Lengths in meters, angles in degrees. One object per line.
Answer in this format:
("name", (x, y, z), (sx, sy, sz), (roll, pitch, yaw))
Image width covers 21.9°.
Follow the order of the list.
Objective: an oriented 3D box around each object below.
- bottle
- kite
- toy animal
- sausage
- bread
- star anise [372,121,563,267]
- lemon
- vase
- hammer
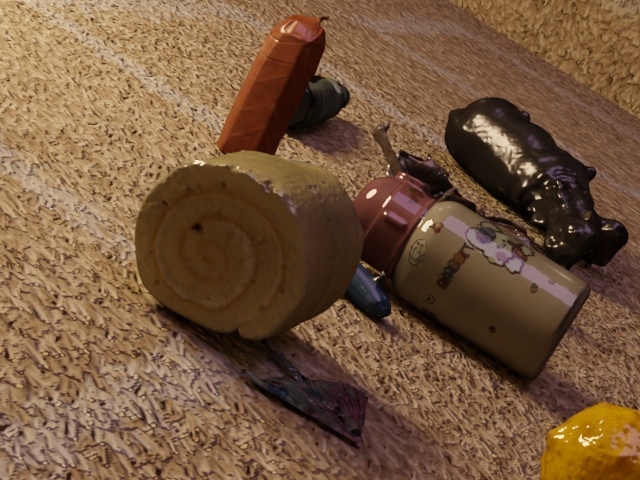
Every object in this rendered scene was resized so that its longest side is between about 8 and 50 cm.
("bottle", (0.130, 0.026, 1.552), (0.233, 0.110, 0.110), (33, 17, 10))
("kite", (-0.012, 0.109, 1.255), (0.139, 0.011, 0.157), (15, 23, -48))
("toy animal", (0.285, -0.068, 2.095), (0.168, 0.106, 0.343), (17, 24, -37))
("sausage", (-0.045, -0.160, 1.695), (0.065, 0.169, 0.065), (25, 16, -8))
("bread", (-0.052, -0.001, 1.283), (0.148, 0.134, 0.141), (29, 16, 14))
("star anise", (0.139, -0.027, 1.766), (0.262, 0.081, 0.230), (33, 14, -28))
("lemon", (0.235, 0.188, 1.251), (0.155, 0.114, 0.114), (35, 16, -6))
("vase", (-0.006, -0.169, 1.979), (0.060, 0.060, 0.211), (33, 15, 10))
("hammer", (0.000, 0.000, 1.510), (0.194, 0.069, 0.116), (46, 21, 22))
